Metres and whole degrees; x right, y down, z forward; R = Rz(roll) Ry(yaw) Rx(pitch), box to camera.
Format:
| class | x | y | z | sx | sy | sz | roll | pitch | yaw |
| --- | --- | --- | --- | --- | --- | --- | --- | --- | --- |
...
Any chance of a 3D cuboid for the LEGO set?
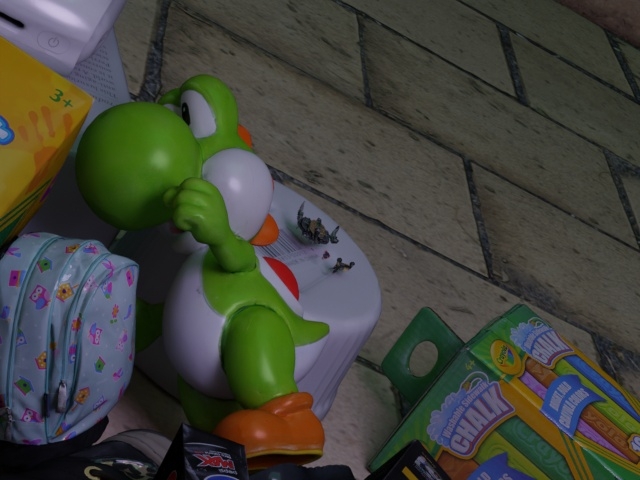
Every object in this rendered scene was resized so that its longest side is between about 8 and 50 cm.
| class | x | y | z | sx | sy | sz | roll | pitch | yaw |
| --- | --- | --- | --- | --- | --- | --- | --- | --- | --- |
| LEGO set | -0.001 | 0.001 | 1.626 | 0.054 | 0.023 | 0.083 | 10 | 48 | -39 |

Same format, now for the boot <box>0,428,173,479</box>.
| class | x | y | z | sx | sy | sz | roll | pitch | yaw |
| --- | --- | --- | --- | --- | --- | --- | --- | --- | --- |
| boot | -0.135 | 0.280 | 1.156 | 0.284 | 0.138 | 0.377 | 2 | 37 | -51 |

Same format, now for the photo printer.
| class | x | y | z | sx | sy | sz | roll | pitch | yaw |
| --- | --- | --- | --- | --- | --- | --- | --- | --- | --- |
| photo printer | -0.302 | -0.284 | 1.580 | 0.256 | 0.107 | 0.307 | 31 | 26 | -10 |

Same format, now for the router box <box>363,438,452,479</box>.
| class | x | y | z | sx | sy | sz | roll | pitch | yaw |
| --- | --- | --- | --- | --- | --- | --- | --- | --- | --- |
| router box | 0.128 | 0.308 | 1.258 | 0.309 | 0.081 | 0.243 | 49 | 10 | 6 |

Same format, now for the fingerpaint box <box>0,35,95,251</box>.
| class | x | y | z | sx | sy | sz | roll | pitch | yaw |
| --- | --- | --- | --- | --- | --- | --- | --- | --- | --- |
| fingerpaint box | -0.455 | -0.080 | 1.217 | 0.445 | 0.163 | 0.371 | 35 | 47 | -3 |

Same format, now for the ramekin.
| class | x | y | z | sx | sy | sz | roll | pitch | yaw |
| --- | --- | --- | --- | --- | --- | --- | --- | --- | --- |
| ramekin | -0.073 | 0.048 | 1.634 | 0.277 | 0.135 | 0.277 | 28 | 27 | -16 |

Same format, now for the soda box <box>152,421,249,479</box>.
| class | x | y | z | sx | sy | sz | roll | pitch | yaw |
| --- | --- | --- | --- | --- | --- | --- | --- | --- | --- |
| soda box | -0.082 | 0.198 | 1.151 | 0.053 | 0.060 | 0.169 | 22 | 20 | -16 |

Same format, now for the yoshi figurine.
| class | x | y | z | sx | sy | sz | roll | pitch | yaw |
| --- | --- | --- | --- | --- | --- | --- | --- | --- | --- |
| yoshi figurine | -0.120 | 0.029 | 1.410 | 0.203 | 0.204 | 0.362 | 47 | 30 | -71 |

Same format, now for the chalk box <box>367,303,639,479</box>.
| class | x | y | z | sx | sy | sz | roll | pitch | yaw |
| --- | --- | --- | --- | --- | --- | --- | --- | --- | --- |
| chalk box | 0.182 | 0.193 | 1.649 | 0.289 | 0.180 | 0.179 | 40 | 26 | 12 |

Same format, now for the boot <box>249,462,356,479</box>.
| class | x | y | z | sx | sy | sz | roll | pitch | yaw |
| --- | --- | --- | --- | --- | --- | --- | --- | --- | --- |
| boot | 0.008 | 0.294 | 1.369 | 0.207 | 0.094 | 0.246 | 66 | 8 | 14 |

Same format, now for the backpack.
| class | x | y | z | sx | sy | sz | roll | pitch | yaw |
| --- | --- | --- | --- | --- | --- | --- | --- | --- | --- |
| backpack | -0.213 | 0.082 | 1.335 | 0.115 | 0.182 | 0.152 | 11 | 20 | 9 |

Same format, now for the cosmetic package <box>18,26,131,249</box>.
| class | x | y | z | sx | sy | sz | roll | pitch | yaw |
| --- | --- | --- | --- | --- | --- | --- | --- | --- | --- |
| cosmetic package | -0.332 | -0.168 | 1.654 | 0.230 | 0.161 | 0.453 | 20 | 29 | -28 |
